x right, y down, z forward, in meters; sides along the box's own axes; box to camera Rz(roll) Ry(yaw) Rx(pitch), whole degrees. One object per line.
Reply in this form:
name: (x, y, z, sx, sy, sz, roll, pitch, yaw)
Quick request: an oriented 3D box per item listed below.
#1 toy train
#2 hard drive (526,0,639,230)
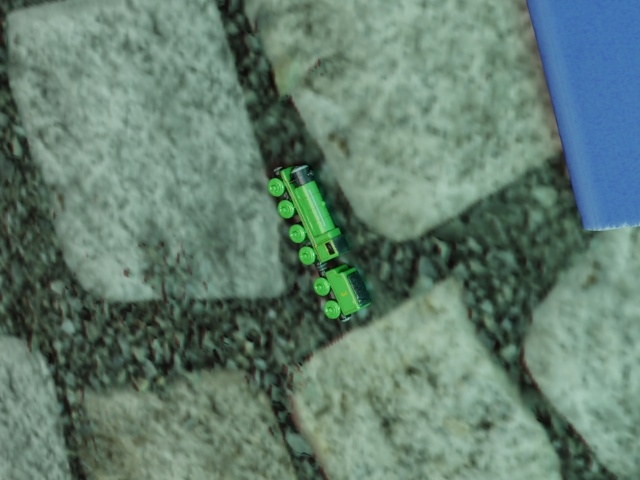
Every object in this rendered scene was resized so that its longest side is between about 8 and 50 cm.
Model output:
toy train: (0.000, 0.000, 0.956, 0.023, 0.017, 0.083, -24, 91, 35)
hard drive: (0.154, -0.168, 0.731, 0.210, 0.040, 0.319, -6, 103, 43)
